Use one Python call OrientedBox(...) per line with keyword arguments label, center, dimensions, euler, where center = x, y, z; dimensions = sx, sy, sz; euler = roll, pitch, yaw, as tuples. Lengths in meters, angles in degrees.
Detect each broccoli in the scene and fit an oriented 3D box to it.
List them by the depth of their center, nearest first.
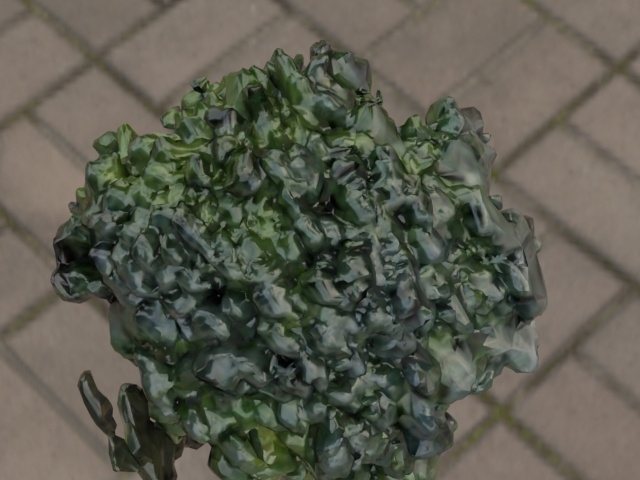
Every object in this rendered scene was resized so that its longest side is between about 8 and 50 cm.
OrientedBox(label="broccoli", center=(0.007, 0.018, 0.766), dimensions=(0.177, 0.275, 0.198), euler=(-22, 93, 8))
